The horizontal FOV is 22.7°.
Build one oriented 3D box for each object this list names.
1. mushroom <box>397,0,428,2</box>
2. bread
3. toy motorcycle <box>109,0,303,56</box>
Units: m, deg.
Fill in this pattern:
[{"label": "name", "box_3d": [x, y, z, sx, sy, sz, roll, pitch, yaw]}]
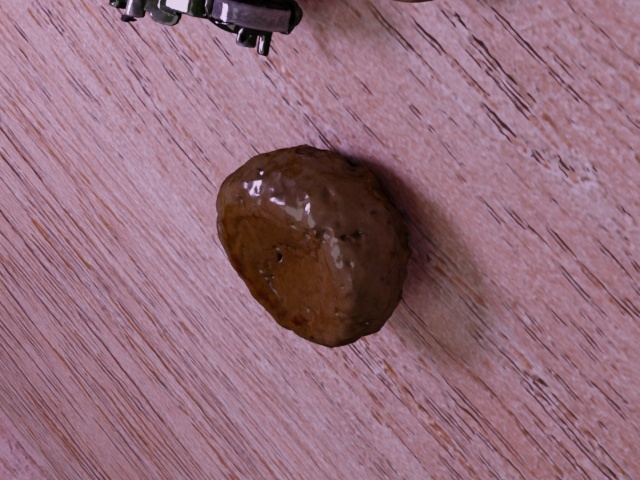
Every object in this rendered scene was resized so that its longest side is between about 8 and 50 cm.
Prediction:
[{"label": "mushroom", "box_3d": [0.091, -0.251, 1.313, 0.094, 0.072, 0.210, 56, 154, 3]}, {"label": "bread", "box_3d": [0.000, 0.000, 1.650, 0.230, 0.123, 0.230, 31, 141, 28]}, {"label": "toy motorcycle", "box_3d": [-0.118, -0.296, 1.533, 0.275, 0.127, 0.205, 21, 105, 32]}]
